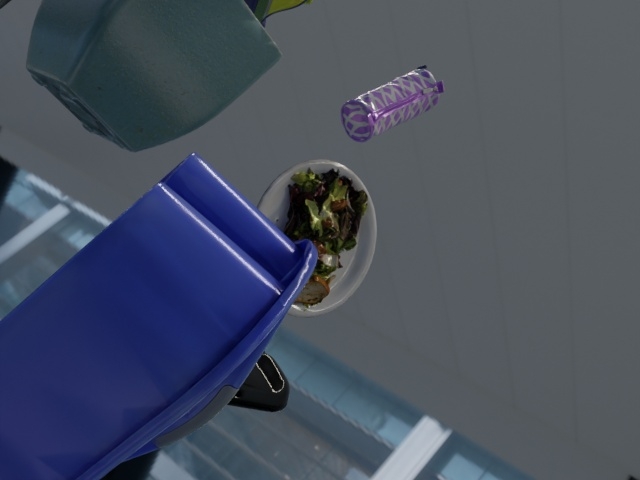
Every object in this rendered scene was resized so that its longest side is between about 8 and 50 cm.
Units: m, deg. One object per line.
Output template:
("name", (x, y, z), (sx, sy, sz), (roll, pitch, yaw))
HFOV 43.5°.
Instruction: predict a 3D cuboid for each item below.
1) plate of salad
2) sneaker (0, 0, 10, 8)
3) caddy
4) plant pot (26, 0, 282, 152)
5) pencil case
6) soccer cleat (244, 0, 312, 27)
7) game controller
("plate of salad", (0.000, 0.000, 0.996), (0.048, 0.200, 0.200), (13, -42, 53))
("sneaker", (-0.468, -0.159, 0.666), (0.185, 0.482, 0.202), (59, -12, 6))
("caddy", (-0.155, 0.089, 0.664), (0.179, 0.341, 0.241), (48, 15, -11))
("plant pot", (-0.260, -0.271, 1.133), (0.247, 0.252, 0.247), (26, -16, 46))
("pencil case", (0.133, -0.247, 1.464), (0.088, 0.206, 0.086), (16, -52, 48))
("soccer cleat", (-0.027, -0.460, 1.332), (0.289, 0.093, 0.121), (-27, -51, 28))
("game controller", (-0.171, 0.124, 0.937), (0.319, 0.067, 0.166), (21, 26, -44))
